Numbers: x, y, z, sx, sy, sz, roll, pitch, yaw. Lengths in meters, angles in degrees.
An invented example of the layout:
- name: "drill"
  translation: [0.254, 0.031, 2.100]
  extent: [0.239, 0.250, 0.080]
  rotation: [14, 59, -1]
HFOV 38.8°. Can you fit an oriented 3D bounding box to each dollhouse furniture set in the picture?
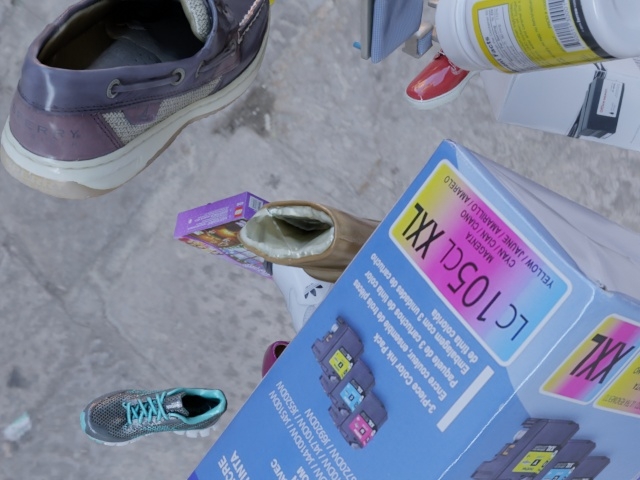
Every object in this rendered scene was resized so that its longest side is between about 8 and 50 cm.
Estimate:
- name: "dollhouse furniture set"
  translation: [0.188, -0.330, 1.311]
  extent: [0.198, 0.286, 0.303]
  rotation: [28, 53, 25]

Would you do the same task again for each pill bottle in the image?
- name: "pill bottle"
  translation: [0.217, -0.225, 0.883]
  extent: [0.208, 0.119, 0.119]
  rotation: [5, 76, 55]

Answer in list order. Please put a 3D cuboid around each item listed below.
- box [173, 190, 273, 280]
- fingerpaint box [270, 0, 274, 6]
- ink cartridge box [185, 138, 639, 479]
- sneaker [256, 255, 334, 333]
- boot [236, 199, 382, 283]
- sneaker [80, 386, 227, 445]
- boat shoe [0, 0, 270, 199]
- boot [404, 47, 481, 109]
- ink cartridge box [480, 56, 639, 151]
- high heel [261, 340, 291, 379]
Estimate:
- name: "box"
  translation: [-0.105, 0.003, 1.752]
  extent: [0.201, 0.293, 0.057]
  rotation: [-14, 61, 42]
- name: "fingerpaint box"
  translation: [-0.182, -0.467, 1.425]
  extent: [0.371, 0.163, 0.445]
  rotation: [-60, 28, -4]
- name: "ink cartridge box"
  translation: [0.083, 0.158, 0.629]
  extent: [0.395, 0.270, 0.151]
  rotation: [-52, 47, 20]
- name: "sneaker"
  translation: [0.031, 0.109, 1.400]
  extent: [0.137, 0.366, 0.210]
  rotation: [-31, 60, 9]
- name: "boot"
  translation: [0.000, 0.000, 1.067]
  extent: [0.236, 0.269, 0.089]
  rotation: [-5, 82, 36]
- name: "sneaker"
  translation: [-0.177, 0.184, 1.000]
  extent: [0.076, 0.166, 0.065]
  rotation: [-42, 56, 52]
- name: "boat shoe"
  translation: [-0.102, -0.136, 0.599]
  extent: [0.102, 0.092, 0.285]
  rotation: [30, 44, 6]
- name: "boot"
  translation: [0.239, -0.360, 1.646]
  extent: [0.244, 0.176, 0.088]
  rotation: [-40, 54, -21]
- name: "ink cartridge box"
  translation: [0.553, -0.341, 1.911]
  extent: [0.394, 0.285, 0.166]
  rotation: [11, 124, -8]
- name: "high heel"
  translation: [0.065, 0.289, 1.366]
  extent: [0.377, 0.181, 0.127]
  rotation: [29, 69, 16]
